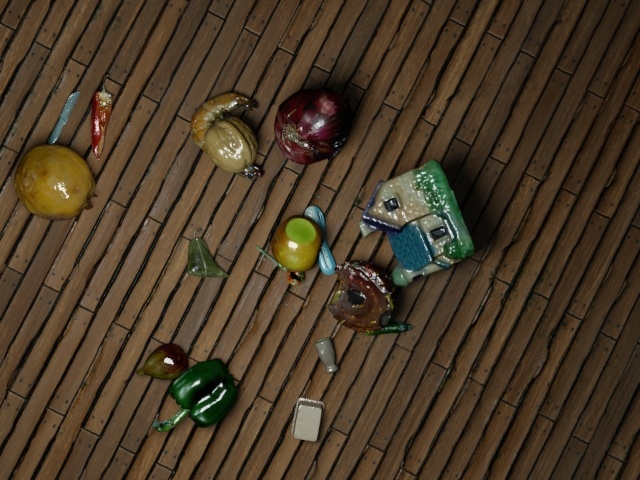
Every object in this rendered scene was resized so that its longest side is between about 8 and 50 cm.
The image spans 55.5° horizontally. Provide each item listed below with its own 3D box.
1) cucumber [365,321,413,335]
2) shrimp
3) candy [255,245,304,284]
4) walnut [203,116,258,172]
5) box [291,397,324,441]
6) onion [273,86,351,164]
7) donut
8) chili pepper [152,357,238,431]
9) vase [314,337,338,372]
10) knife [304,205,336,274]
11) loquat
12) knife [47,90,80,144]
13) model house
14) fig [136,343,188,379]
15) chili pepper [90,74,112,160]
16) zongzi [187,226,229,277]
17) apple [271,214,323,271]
[{"bbox_3d":[0.215,0.271,1.889,0.154,0.037,0.037,-6,89,-2],"label":"cucumber"},{"bbox_3d":[-0.255,-0.328,1.884,0.290,0.054,0.222,43,87,0],"label":"shrimp"},{"bbox_3d":[-0.128,0.074,1.888,0.184,0.049,0.055,36,57,8],"label":"candy"},{"bbox_3d":[-0.260,-0.280,1.785,0.166,0.149,0.167,4,82,-29],"label":"walnut"},{"bbox_3d":[-0.038,0.552,1.863,0.089,0.062,0.122,10,88,-1],"label":"box"},{"bbox_3d":[-0.015,-0.344,1.783,0.280,0.281,0.221,-31,93,-2],"label":"onion"},{"bbox_3d":[0.130,0.161,1.815,0.216,0.096,0.231,12,116,26],"label":"donut"},{"bbox_3d":[-0.378,0.471,1.809,0.261,0.165,0.174,-38,108,-5],"label":"chili pepper"},{"bbox_3d":[0.020,0.355,1.874,0.053,0.053,0.101,-18,93,-2],"label":"vase"},{"bbox_3d":[0.000,0.000,1.892,0.064,0.031,0.222,-17,89,-5],"label":"knife"},{"bbox_3d":[-0.787,-0.170,1.800,0.238,0.193,0.239,1,84,-6],"label":"loquat"},{"bbox_3d":[-0.802,-0.372,1.893,0.028,0.015,0.210,23,88,6],"label":"knife"},{"bbox_3d":[0.265,-0.036,1.795,0.280,0.245,0.313,-22,85,4],"label":"model house"},{"bbox_3d":[-0.480,0.378,1.838,0.154,0.103,0.109,-27,67,-10],"label":"fig"},{"bbox_3d":[-0.682,-0.381,1.882,0.050,0.059,0.268,6,92,37],"label":"chili pepper"},{"bbox_3d":[-0.345,0.039,1.886,0.130,0.062,0.154,6,72,-22],"label":"zongzi"},{"bbox_3d":[-0.064,0.014,1.832,0.147,0.146,0.163,30,56,10],"label":"apple"}]
